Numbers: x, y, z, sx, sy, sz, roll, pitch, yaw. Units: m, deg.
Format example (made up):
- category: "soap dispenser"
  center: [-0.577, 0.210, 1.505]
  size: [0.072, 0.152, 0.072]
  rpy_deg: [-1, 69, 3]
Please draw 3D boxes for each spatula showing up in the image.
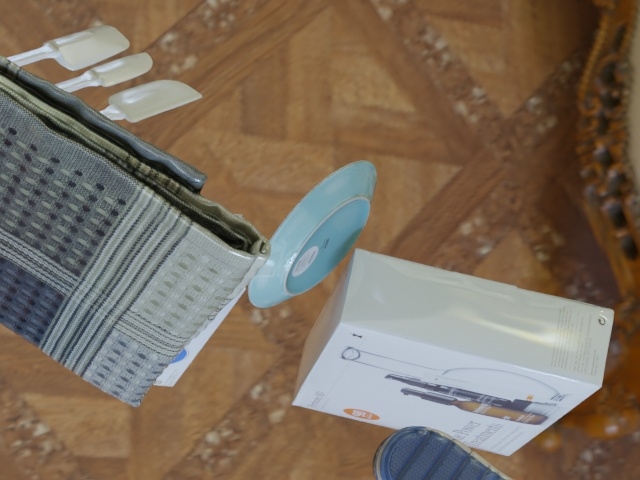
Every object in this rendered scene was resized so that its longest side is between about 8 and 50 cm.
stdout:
- category: "spatula"
  center: [-0.259, -0.143, 1.560]
  size: [0.242, 0.019, 0.168]
  rpy_deg: [-24, 51, -33]

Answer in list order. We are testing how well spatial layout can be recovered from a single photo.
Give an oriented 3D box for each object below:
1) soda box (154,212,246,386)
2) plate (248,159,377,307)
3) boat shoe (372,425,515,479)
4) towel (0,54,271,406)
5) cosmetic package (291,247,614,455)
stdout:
- category: "soda box"
  center: [-0.130, 0.051, 1.369]
  size: [0.074, 0.216, 0.069]
  rpy_deg: [7, 60, -20]
- category: "plate"
  center: [0.000, 0.000, 1.642]
  size: [0.024, 0.188, 0.188]
  rpy_deg: [40, 56, 18]
- category: "boat shoe"
  center: [0.110, 0.172, 0.961]
  size: [0.183, 0.066, 0.066]
  rpy_deg: [41, 80, -1]
- category: "towel"
  center: [-0.208, -0.022, 1.169]
  size: [0.312, 0.324, 0.056]
  rpy_deg: [34, 58, -6]
- category: "cosmetic package"
  center: [0.135, 0.137, 1.841]
  size: [0.284, 0.377, 0.097]
  rpy_deg: [16, 70, -3]
